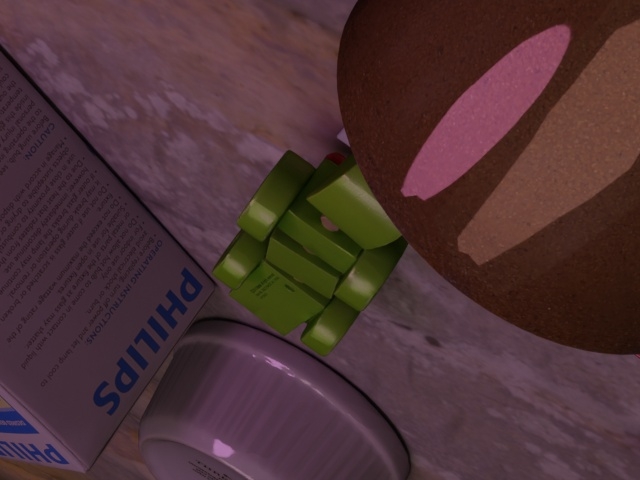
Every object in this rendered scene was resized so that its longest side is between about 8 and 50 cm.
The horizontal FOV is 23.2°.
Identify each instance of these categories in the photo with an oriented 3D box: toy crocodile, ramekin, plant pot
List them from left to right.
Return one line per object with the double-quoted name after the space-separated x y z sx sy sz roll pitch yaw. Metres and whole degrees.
-0.058 0.211 1.544 0.273 0.127 0.273 28 153 16 "ramekin"
0.000 0.000 1.175 0.115 0.105 0.340 35 158 0 "toy crocodile"
0.165 -0.114 0.673 0.237 0.237 0.254 36 140 -1 "plant pot"

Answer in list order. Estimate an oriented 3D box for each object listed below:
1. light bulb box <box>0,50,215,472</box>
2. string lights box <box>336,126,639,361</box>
-0.359 0.008 1.455 0.358 0.225 0.361 -2 136 50 "light bulb box"
0.152 -0.037 0.942 0.260 0.076 0.133 37 152 -2 "string lights box"
